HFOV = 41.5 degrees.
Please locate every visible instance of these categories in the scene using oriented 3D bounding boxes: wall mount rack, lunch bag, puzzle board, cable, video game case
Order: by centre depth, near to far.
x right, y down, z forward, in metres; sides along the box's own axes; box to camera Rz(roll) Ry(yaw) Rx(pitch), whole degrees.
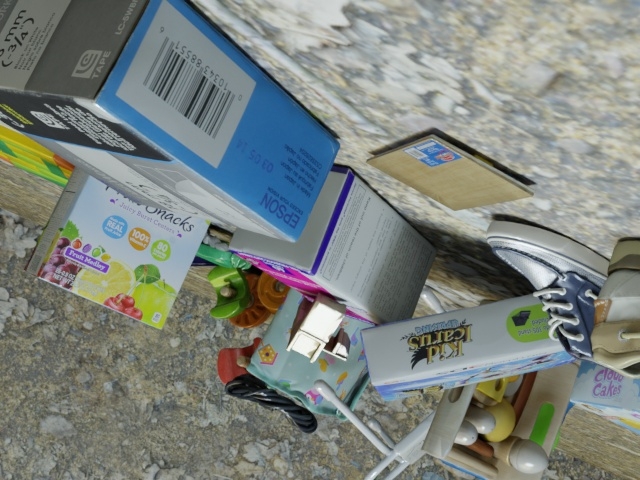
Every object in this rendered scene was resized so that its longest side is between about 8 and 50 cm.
[{"bbox_3d":[0.103,-0.055,0.693,0.096,0.011,0.128,27,168,-16],"label":"puzzle board"},{"bbox_3d":[0.178,0.123,0.955,0.244,0.061,0.269,-11,164,5],"label":"video game case"},{"bbox_3d":[0.150,0.229,1.309,0.130,0.350,0.304,47,178,28],"label":"wall mount rack"},{"bbox_3d":[-0.077,0.262,1.346,0.151,0.047,0.184,30,170,16],"label":"cable"},{"bbox_3d":[0.023,0.169,1.390,0.160,0.223,0.262,27,172,24],"label":"lunch bag"}]

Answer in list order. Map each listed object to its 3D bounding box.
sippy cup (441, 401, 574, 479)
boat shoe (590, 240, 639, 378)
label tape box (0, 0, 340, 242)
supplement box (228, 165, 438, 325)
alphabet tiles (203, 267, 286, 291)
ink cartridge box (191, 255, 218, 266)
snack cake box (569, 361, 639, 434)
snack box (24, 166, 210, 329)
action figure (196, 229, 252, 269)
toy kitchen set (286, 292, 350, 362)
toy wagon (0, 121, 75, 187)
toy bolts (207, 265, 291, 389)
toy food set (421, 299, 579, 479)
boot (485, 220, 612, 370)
[{"bbox_3d":[0.324,0.322,1.521,0.240,0.224,0.305,18,169,26],"label":"sippy cup"},{"bbox_3d":[0.343,0.081,0.606,0.302,0.103,0.113,12,165,46],"label":"boat shoe"},{"bbox_3d":[-0.186,-0.116,0.738,0.334,0.106,0.241,14,166,39],"label":"label tape box"},{"bbox_3d":[0.021,0.009,0.909,0.111,0.114,0.220,14,168,36],"label":"supplement box"},{"bbox_3d":[-0.108,0.095,1.781,0.285,0.011,0.342,19,172,-30],"label":"alphabet tiles"},{"bbox_3d":[-0.294,0.022,1.624,0.208,0.045,0.206,6,-178,30],"label":"ink cartridge box"},{"bbox_3d":[0.435,0.189,0.993,0.152,0.089,0.264,24,169,-11],"label":"snack cake box"},{"bbox_3d":[-0.238,-0.018,1.053,0.174,0.207,0.070,29,168,-35],"label":"snack box"},{"bbox_3d":[-0.220,-0.004,1.481,0.232,0.063,0.137,24,168,13],"label":"action figure"},{"bbox_3d":[0.015,0.084,0.905,0.068,0.075,0.083,27,-151,-7],"label":"toy kitchen set"},{"bbox_3d":[-0.381,-0.127,1.193,0.267,0.068,0.344,24,169,-5],"label":"toy wagon"},{"bbox_3d":[-0.081,0.156,1.519,0.218,0.228,0.158,-15,156,25],"label":"toy bolts"},{"bbox_3d":[0.272,0.235,1.203,0.092,0.219,0.306,15,167,40],"label":"toy food set"},{"bbox_3d":[0.226,0.055,0.768,0.190,0.086,0.069,24,169,-9],"label":"boot"}]
